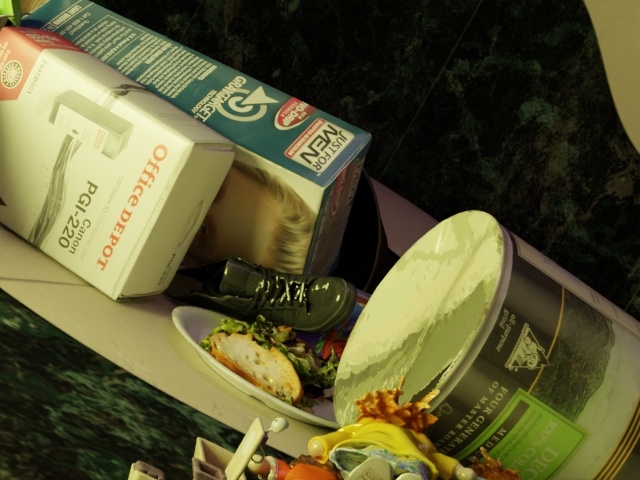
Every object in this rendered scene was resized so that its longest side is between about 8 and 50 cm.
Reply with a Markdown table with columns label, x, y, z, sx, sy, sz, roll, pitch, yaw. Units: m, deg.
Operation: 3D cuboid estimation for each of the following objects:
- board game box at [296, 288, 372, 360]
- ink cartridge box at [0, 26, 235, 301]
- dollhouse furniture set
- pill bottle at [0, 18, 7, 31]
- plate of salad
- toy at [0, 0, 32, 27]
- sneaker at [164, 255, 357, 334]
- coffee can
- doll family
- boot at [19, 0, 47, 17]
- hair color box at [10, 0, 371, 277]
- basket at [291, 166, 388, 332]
| label | x | y | z | sx | sy | sz | roll | pitch | yaw |
| --- | --- | --- | --- | --- | --- | --- | --- | --- | --- |
| board game box | 0.170 | 0.169 | 1.423 | 0.347 | 0.078 | 0.233 | 24 | 10 | -36 |
| ink cartridge box | -0.207 | -0.068 | 1.267 | 0.218 | 0.158 | 0.092 | 31 | 13 | 16 |
| dollhouse furniture set | -0.065 | 0.121 | 0.884 | 0.091 | 0.081 | 0.114 | 28 | 8 | -15 |
| pill bottle | -0.483 | -0.292 | 1.501 | 0.210 | 0.210 | 0.363 | 32 | 8 | 14 |
| plate of salad | -0.035 | 0.101 | 1.234 | 0.200 | 0.048 | 0.200 | 28 | 8 | -4 |
| toy | -0.384 | -0.208 | 1.274 | 0.237 | 0.056 | 0.137 | -2 | 10 | -2 |
| sneaker | -0.054 | 0.047 | 1.294 | 0.089 | 0.051 | 0.170 | 30 | -24 | -37 |
| coffee can | 0.178 | 0.132 | 1.142 | 0.275 | 0.201 | 0.201 | 33 | 7 | -19 |
| doll family | 0.086 | 0.174 | 0.951 | 0.263 | 0.118 | 0.163 | 30 | 8 | 0 |
| boot | -0.281 | -0.157 | 1.684 | 0.109 | 0.283 | 0.220 | -19 | 69 | -28 |
| hair color box | -0.139 | -0.084 | 1.388 | 0.347 | 0.174 | 0.105 | 26 | 42 | 13 |
| basket | 0.000 | 0.000 | 1.566 | 0.154 | 0.204 | 0.227 | 0 | -5 | 8 |
